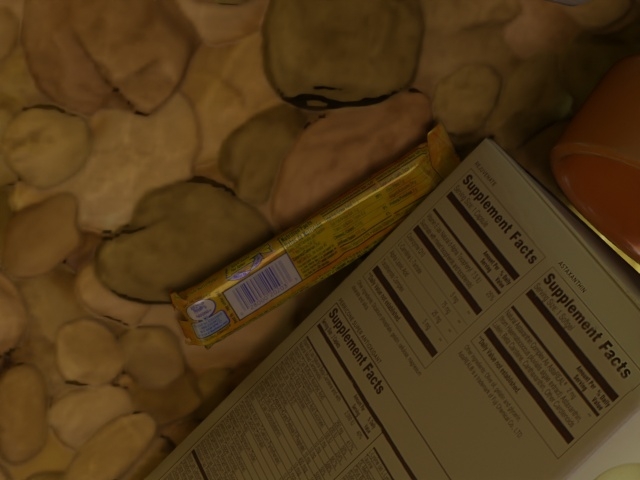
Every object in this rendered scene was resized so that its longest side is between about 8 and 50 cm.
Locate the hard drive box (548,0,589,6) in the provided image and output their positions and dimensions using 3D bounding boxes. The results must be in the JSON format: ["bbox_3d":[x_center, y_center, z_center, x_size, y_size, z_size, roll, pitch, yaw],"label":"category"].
[{"bbox_3d":[0.092,-0.168,0.725,0.181,0.232,0.089,8,81,-26],"label":"hard drive box"}]

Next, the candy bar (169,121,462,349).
[{"bbox_3d":[0.000,0.000,0.910,0.161,0.018,0.040,-32,125,-4],"label":"candy bar"}]

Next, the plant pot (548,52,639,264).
[{"bbox_3d":[0.242,-0.060,0.887,0.205,0.205,0.188,38,82,-33],"label":"plant pot"}]

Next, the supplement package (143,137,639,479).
[{"bbox_3d":[0.083,0.137,0.900,0.262,0.198,0.199,-45,127,9],"label":"supplement package"}]
